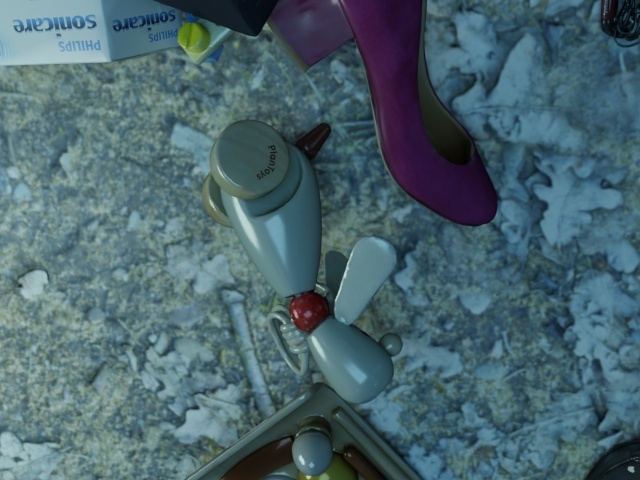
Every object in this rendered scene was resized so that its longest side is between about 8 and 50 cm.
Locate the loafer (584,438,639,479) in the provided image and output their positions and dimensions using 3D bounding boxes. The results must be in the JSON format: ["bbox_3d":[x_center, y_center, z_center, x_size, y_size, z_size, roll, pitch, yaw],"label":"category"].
[{"bbox_3d":[0.384,0.269,1.184,0.170,0.061,0.062,-40,97,17],"label":"loafer"}]

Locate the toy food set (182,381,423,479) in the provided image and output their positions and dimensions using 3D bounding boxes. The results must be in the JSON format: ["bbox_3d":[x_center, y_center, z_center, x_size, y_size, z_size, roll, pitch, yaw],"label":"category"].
[{"bbox_3d":[0.006,0.339,1.229,0.219,0.092,0.306,-39,104,16],"label":"toy food set"}]

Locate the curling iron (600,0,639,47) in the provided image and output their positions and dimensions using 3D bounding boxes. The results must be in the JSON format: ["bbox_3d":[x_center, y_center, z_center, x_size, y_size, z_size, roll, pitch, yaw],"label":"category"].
[{"bbox_3d":[0.324,-0.341,1.043,0.068,0.035,0.274,-5,105,5],"label":"curling iron"}]

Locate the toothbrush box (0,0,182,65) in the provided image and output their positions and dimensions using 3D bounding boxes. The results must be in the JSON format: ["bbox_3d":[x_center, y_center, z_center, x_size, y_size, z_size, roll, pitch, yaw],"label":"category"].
[{"bbox_3d":[-0.278,-0.337,1.044,0.216,0.126,0.296,6,111,32],"label":"toothbrush box"}]

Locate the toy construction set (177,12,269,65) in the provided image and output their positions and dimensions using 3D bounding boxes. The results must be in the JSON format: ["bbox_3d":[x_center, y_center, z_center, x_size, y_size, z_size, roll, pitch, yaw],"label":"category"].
[{"bbox_3d":[-0.006,-0.318,1.037,0.327,0.151,0.215,-13,78,4],"label":"toy construction set"}]

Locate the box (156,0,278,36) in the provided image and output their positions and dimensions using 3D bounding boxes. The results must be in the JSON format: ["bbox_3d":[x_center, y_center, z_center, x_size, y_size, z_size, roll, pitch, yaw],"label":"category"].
[{"bbox_3d":[-0.090,-0.410,0.833,0.179,0.312,0.343,25,80,22],"label":"box"}]

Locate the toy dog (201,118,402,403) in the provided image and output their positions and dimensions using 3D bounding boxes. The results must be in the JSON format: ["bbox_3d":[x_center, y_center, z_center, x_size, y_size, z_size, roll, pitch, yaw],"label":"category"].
[{"bbox_3d":[0.000,0.000,1.122,0.161,0.220,0.334,-31,108,-17],"label":"toy dog"}]

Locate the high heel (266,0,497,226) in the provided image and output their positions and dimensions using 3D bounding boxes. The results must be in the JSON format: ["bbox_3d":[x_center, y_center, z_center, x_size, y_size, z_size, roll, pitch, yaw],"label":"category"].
[{"bbox_3d":[0.122,-0.157,1.014,0.181,0.127,0.377,-29,131,26],"label":"high heel"}]
